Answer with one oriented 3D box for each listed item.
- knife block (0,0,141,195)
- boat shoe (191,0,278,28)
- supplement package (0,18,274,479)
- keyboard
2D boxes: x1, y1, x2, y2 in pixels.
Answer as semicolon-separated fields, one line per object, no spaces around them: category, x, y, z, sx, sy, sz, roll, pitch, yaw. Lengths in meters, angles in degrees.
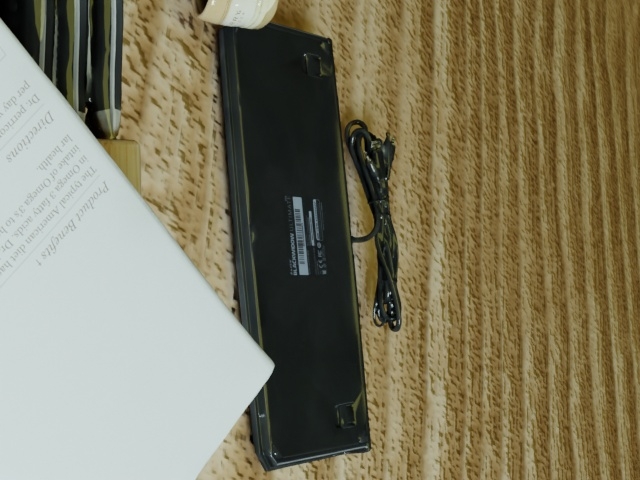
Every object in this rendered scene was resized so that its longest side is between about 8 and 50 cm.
knife block;-0.129;-0.004;0.505;0.242;0.088;0.275;-56;130;-25
boat shoe;-0.073;-0.224;0.744;0.059;0.063;0.170;-9;84;-35
supplement package;-0.118;0.019;0.377;0.105;0.105;0.179;-53;129;-27
keyboard;0.000;0.000;0.831;0.201;0.033;0.317;3;80;-52
